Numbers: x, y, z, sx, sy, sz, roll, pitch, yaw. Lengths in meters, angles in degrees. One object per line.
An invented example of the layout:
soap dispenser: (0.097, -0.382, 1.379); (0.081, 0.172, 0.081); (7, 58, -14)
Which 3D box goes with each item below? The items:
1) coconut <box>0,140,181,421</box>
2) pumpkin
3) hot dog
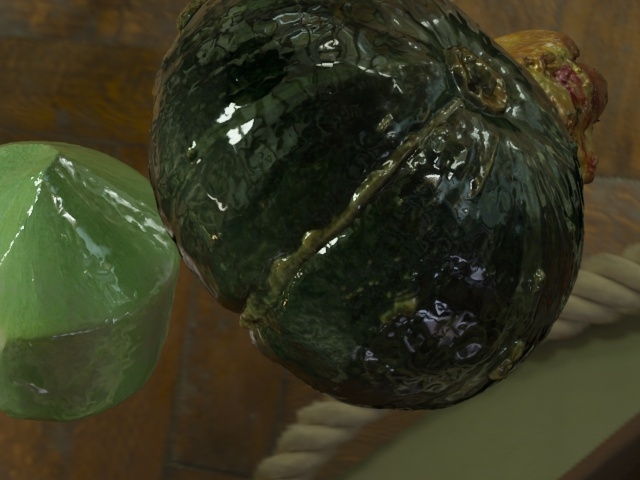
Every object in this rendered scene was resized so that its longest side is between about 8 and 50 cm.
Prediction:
coconut: (-0.296, 0.032, 1.871); (0.281, 0.328, 0.328); (-3, 83, -14)
pumpkin: (0.018, -0.023, 0.681); (0.146, 0.190, 0.190); (-25, 77, 29)
hot dog: (0.184, -0.112, 1.623); (0.153, 0.256, 0.150); (7, 116, 37)
